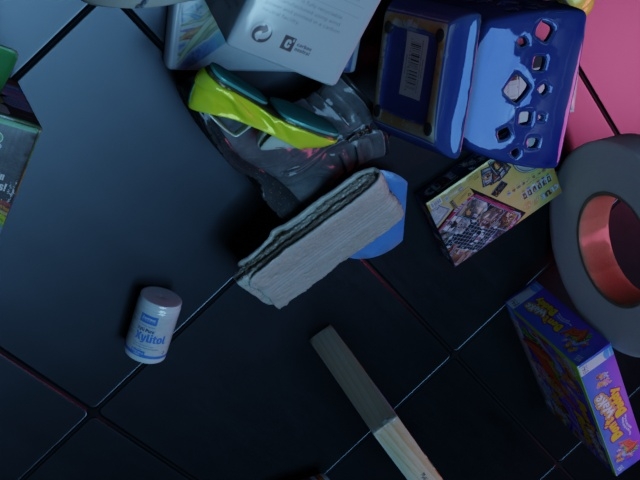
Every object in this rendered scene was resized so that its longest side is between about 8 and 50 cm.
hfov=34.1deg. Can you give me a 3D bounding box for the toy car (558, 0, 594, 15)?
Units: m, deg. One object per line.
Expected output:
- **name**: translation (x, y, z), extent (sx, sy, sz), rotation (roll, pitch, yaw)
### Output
- **toy car**: translation (0.379, -0.463, 1.650), extent (0.239, 0.053, 0.225), rotation (5, 115, -30)

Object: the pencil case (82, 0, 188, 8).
- **pencil case**: translation (-0.234, -0.473, 1.256), extent (0.160, 0.183, 0.410), rotation (-33, 135, -44)

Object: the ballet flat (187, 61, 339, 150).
- **ballet flat**: translation (-0.082, -0.167, 1.430), extent (0.231, 0.077, 0.077), rotation (23, 113, -34)

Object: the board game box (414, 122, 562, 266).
- **board game box**: translation (0.299, -0.084, 1.840), extent (0.243, 0.042, 0.165), rotation (-34, 128, -6)

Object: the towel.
- **towel**: translation (0.000, 0.000, 1.660), extent (0.282, 0.049, 0.187), rotation (-36, 157, 3)

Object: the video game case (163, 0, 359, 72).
- **video game case**: translation (-0.060, -0.398, 1.467), extent (0.300, 0.036, 0.329), rotation (-4, 120, -26)

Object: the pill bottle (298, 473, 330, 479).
- **pill bottle**: translation (-0.051, 0.502, 1.974), extent (0.152, 0.086, 0.086), rotation (-13, 123, -21)

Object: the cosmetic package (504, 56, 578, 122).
- **cosmetic package**: translation (0.316, -0.246, 1.741), extent (0.239, 0.060, 0.099), rotation (-14, 124, -20)

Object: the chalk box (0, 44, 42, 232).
- **chalk box**: translation (-0.476, -0.128, 1.319), extent (0.180, 0.179, 0.289), rotation (16, 108, -33)

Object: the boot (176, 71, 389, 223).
- **boot**: translation (-0.048, -0.186, 1.552), extent (0.223, 0.118, 0.338), rotation (-40, 140, 3)

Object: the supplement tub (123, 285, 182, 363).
- **supplement tub**: translation (-0.266, 0.134, 1.652), extent (0.071, 0.071, 0.107), rotation (6, 115, -30)

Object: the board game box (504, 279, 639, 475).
- **board game box**: translation (0.498, 0.269, 2.033), extent (0.078, 0.233, 0.347), rotation (-34, 128, -7)

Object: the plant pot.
- **plant pot**: translation (0.213, -0.239, 1.511), extent (0.212, 0.236, 0.236), rotation (-2, 109, -28)

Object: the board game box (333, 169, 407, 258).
- **board game box**: translation (0.074, -0.049, 1.748), extent (0.133, 0.033, 0.169), rotation (-6, 121, -13)

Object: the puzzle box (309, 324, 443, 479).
- **puzzle box**: translation (0.138, 0.357, 1.872), extent (0.052, 0.272, 0.409), rotation (-36, 129, -3)

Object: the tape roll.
- **tape roll**: translation (0.533, 0.008, 1.800), extent (0.072, 0.392, 0.392), rotation (-15, 124, -20)

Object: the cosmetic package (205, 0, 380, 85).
- **cosmetic package**: translation (0.026, -0.450, 1.278), extent (0.161, 0.230, 0.453), rotation (17, 116, -27)
